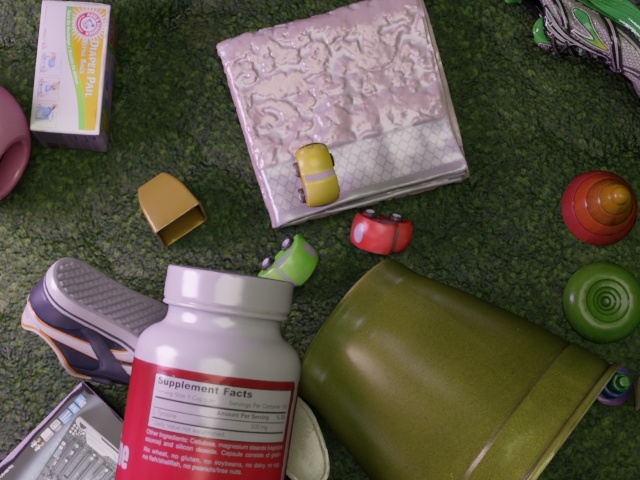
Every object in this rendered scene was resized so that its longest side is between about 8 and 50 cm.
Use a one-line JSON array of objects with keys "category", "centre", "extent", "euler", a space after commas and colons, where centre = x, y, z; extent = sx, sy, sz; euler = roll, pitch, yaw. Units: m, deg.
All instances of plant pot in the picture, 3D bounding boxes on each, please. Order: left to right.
[{"category": "plant pot", "centre": [-0.231, -0.053, 1.857], "extent": [0.081, 0.081, 0.083], "euler": [-34, 73, -7]}, {"category": "plant pot", "centre": [0.166, 0.217, 1.723], "extent": [0.353, 0.366, 0.366], "euler": [37, 82, 14]}]

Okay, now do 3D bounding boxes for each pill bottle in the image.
[{"category": "pill bottle", "centre": [-0.150, 0.244, 1.651], "extent": [0.229, 0.229, 0.408], "euler": [9, 88, -2]}]

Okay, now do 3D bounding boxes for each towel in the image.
[{"category": "towel", "centre": [0.038, -0.205, 1.903], "extent": [0.331, 0.053, 0.317], "euler": [-16, 83, -6]}]

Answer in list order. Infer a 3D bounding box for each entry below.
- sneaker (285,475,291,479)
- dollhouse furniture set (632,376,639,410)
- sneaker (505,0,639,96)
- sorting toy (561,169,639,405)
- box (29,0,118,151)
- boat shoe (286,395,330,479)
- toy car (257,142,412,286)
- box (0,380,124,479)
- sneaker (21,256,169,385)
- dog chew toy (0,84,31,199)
[{"category": "sneaker", "centre": [-0.023, 0.391, 1.795], "extent": [0.276, 0.097, 0.135], "euler": [42, 74, 7]}, {"category": "dollhouse furniture set", "centre": [0.543, 0.209, 1.852], "extent": [0.181, 0.101, 0.161], "euler": [10, 53, -7]}, {"category": "sneaker", "centre": [0.417, -0.319, 1.912], "extent": [0.146, 0.134, 0.343], "euler": [-42, 77, -1]}, {"category": "sorting toy", "centre": [0.440, 0.063, 1.848], "extent": [0.127, 0.126, 0.366], "euler": [1, 81, -3]}, {"category": "box", "centre": [-0.370, -0.248, 1.856], "extent": [0.103, 0.114, 0.203], "euler": [4, 81, -3]}, {"category": "boat shoe", "centre": [-0.051, 0.259, 1.792], "extent": [0.084, 0.079, 0.233], "euler": [-35, 68, 2]}, {"category": "toy car", "centre": [0.000, 0.000, 1.841], "extent": [0.225, 0.053, 0.239], "euler": [-46, 114, 7]}, {"category": "box", "centre": [-0.366, 0.397, 1.785], "extent": [0.242, 0.076, 0.307], "euler": [45, 82, 4]}, {"category": "sneaker", "centre": [-0.286, 0.151, 1.803], "extent": [0.321, 0.126, 0.127], "euler": [36, 123, -19]}, {"category": "dog chew toy", "centre": [-0.594, -0.178, 1.801], "extent": [0.331, 0.206, 0.207], "euler": [27, 82, 10]}]
